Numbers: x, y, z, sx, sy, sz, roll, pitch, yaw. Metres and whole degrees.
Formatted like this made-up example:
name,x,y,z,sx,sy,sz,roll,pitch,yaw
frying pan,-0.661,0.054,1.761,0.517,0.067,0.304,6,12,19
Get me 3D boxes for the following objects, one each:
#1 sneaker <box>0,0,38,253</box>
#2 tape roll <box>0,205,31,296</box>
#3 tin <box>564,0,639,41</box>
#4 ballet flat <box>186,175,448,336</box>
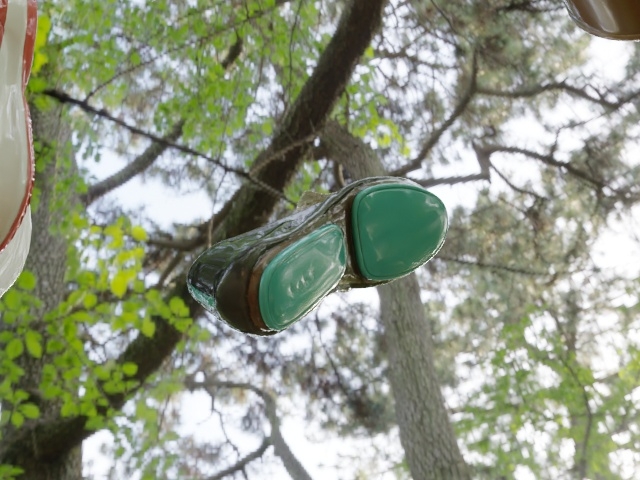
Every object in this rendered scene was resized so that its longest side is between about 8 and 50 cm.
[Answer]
name,x,y,z,sx,sy,sz,roll,pitch,yaw
sneaker,-0.215,-0.096,0.421,0.128,0.221,0.087,16,-50,-40
tape roll,-0.468,-0.039,0.965,0.100,0.286,0.286,-19,-51,25
tin,0.173,-0.140,0.314,0.190,0.106,0.040,-19,-52,33
ballet flat,0.000,0.000,0.704,0.096,0.280,0.095,7,-75,36
